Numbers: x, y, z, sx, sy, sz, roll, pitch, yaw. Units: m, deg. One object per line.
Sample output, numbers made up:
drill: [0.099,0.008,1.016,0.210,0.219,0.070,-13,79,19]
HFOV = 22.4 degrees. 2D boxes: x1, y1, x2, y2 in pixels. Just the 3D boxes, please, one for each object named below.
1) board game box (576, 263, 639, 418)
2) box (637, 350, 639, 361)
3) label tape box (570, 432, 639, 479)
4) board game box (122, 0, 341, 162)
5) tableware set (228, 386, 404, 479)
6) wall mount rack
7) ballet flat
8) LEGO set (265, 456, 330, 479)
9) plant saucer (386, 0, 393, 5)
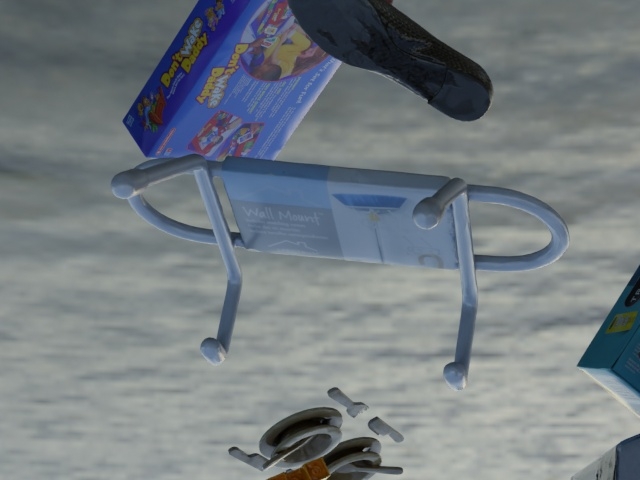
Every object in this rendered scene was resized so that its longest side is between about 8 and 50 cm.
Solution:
board game box: [0.485,0.082,1.859,0.253,0.336,0.079,39,166,-16]
box: [0.403,0.178,1.706,0.116,0.162,0.029,-14,169,-45]
label tape box: [0.203,0.186,0.931,0.105,0.334,0.240,3,168,4]
board game box: [-0.083,-0.254,2.191,0.233,0.078,0.347,4,131,-47]
tableware set: [0.008,0.218,1.620,0.128,0.039,0.194,-32,149,11]
wall mount rack: [0.000,0.000,1.180,0.350,0.131,0.304,5,150,12]
ballet flat: [0.076,-0.210,1.700,0.249,0.058,0.084,30,127,-7]
LEGO set: [-0.051,0.253,1.422,0.227,0.087,0.093,-17,162,-22]
plant saucer: [0.056,-0.360,1.890,0.047,0.259,0.258,12,171,-9]
